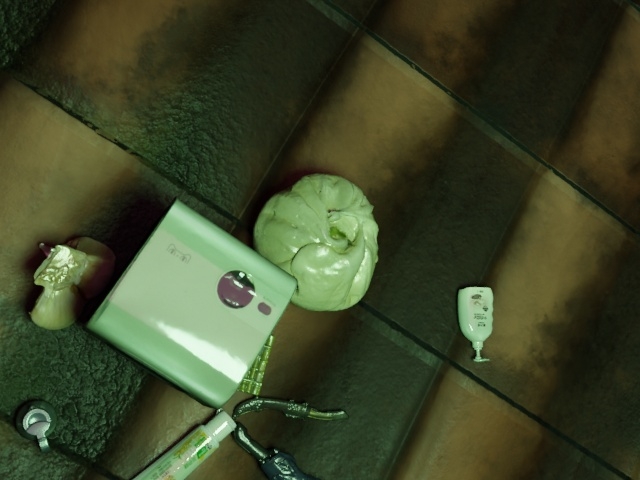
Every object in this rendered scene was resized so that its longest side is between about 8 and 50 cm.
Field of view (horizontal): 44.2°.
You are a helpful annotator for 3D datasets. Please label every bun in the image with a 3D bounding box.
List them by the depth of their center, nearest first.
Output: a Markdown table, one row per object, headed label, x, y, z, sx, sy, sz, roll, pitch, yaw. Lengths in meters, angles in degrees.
| label | x | y | z | sx | sy | sz | roll | pitch | yaw |
| --- | --- | --- | --- | --- | --- | --- | --- | --- | --- |
| bun | 0.000 | 0.000 | 1.453 | 0.259 | 0.160 | 0.259 | 2 | 82 | -17 |

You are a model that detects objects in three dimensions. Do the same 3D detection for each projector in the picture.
| label | x | y | z | sx | sy | sz | roll | pitch | yaw |
| --- | --- | --- | --- | --- | --- | --- | --- | --- | --- |
| projector | -0.219 | 0.107 | 1.306 | 0.249 | 0.248 | 0.248 | 35 | 72 | -11 |

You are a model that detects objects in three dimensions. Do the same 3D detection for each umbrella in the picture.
| label | x | y | z | sx | sy | sz | roll | pitch | yaw |
| --- | --- | --- | --- | --- | --- | --- | --- | --- | --- |
| umbrella | -0.066 | 0.418 | 1.419 | 0.248 | 0.071 | 0.071 | 39 | 71 | -3 |

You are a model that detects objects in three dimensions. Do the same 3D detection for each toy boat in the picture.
| label | x | y | z | sx | sy | sz | roll | pitch | yaw |
| --- | --- | --- | --- | --- | --- | --- | --- | --- | --- |
| toy boat | -0.127 | 0.222 | 1.445 | 0.063 | 0.016 | 0.115 | 19 | 75 | -17 |

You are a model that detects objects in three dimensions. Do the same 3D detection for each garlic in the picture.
| label | x | y | z | sx | sy | sz | roll | pitch | yaw |
| --- | --- | --- | --- | --- | --- | --- | --- | --- | --- |
| garlic | -0.428 | 0.068 | 1.329 | 0.124 | 0.099 | 0.174 | 40 | 74 | -30 |

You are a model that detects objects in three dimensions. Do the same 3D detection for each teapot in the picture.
| label | x | y | z | sx | sy | sz | roll | pitch | yaw |
| --- | --- | --- | --- | --- | --- | --- | --- | --- | --- |
| teapot | -0.462 | 0.305 | 1.290 | 0.066 | 0.057 | 0.088 | -17 | 87 | -21 |

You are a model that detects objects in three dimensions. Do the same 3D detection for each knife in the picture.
| label | x | y | z | sx | sy | sz | roll | pitch | yaw |
| --- | --- | --- | --- | --- | --- | --- | --- | --- | --- |
| knife | -0.051 | 0.310 | 1.454 | 0.222 | 0.021 | 0.045 | 5 | 94 | -16 |

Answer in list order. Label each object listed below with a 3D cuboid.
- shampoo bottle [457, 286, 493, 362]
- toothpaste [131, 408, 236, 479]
| label | x | y | z | sx | sy | sz | roll | pitch | yaw |
| --- | --- | --- | --- | --- | --- | --- | --- | --- | --- |
| shampoo bottle | 0.315 | 0.171 | 1.597 | 0.077 | 0.045 | 0.152 | 4 | 81 | -19 |
| toothpaste | -0.274 | 0.410 | 1.345 | 0.314 | 0.058 | 0.056 | -39 | 136 | -16 |
